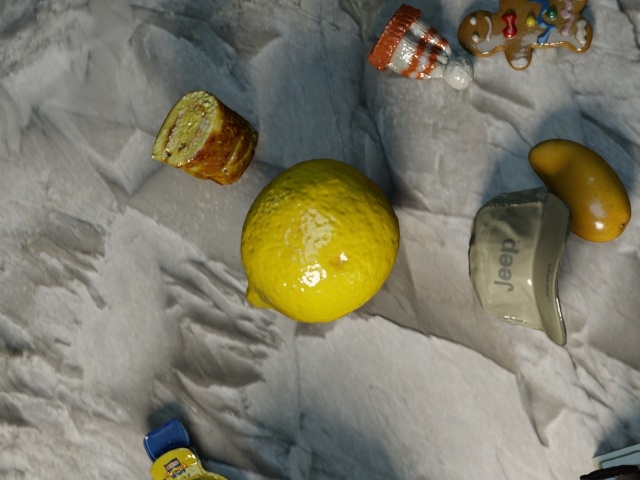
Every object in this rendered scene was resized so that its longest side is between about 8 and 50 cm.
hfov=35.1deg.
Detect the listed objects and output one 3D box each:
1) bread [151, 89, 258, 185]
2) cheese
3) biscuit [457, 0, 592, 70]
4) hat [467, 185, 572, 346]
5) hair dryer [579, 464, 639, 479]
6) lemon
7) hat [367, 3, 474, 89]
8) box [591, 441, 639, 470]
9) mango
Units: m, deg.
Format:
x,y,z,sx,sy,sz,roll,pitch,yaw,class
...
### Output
x,y,z,sx,sy,sz,roll,pitch,yaw,class
-0.177,-0.157,1.609,0.103,0.172,0.132,29,91,21,bread
-0.200,0.402,1.566,0.156,0.064,0.250,-32,74,9,cheese
0.311,-0.331,1.558,0.205,0.031,0.138,-6,78,19,biscuit
0.268,0.033,1.395,0.149,0.244,0.214,1,95,14,hat
0.336,0.420,1.358,0.251,0.089,0.197,-19,79,32,hair dryer
-0.004,0.008,1.494,0.228,0.228,0.254,32,94,21,lemon
0.166,-0.288,1.579,0.162,0.093,0.112,31,101,3,hat
0.425,0.323,1.389,0.083,0.035,0.079,-20,73,14,box
0.376,-0.077,1.460,0.102,0.085,0.184,-40,59,15,mango
